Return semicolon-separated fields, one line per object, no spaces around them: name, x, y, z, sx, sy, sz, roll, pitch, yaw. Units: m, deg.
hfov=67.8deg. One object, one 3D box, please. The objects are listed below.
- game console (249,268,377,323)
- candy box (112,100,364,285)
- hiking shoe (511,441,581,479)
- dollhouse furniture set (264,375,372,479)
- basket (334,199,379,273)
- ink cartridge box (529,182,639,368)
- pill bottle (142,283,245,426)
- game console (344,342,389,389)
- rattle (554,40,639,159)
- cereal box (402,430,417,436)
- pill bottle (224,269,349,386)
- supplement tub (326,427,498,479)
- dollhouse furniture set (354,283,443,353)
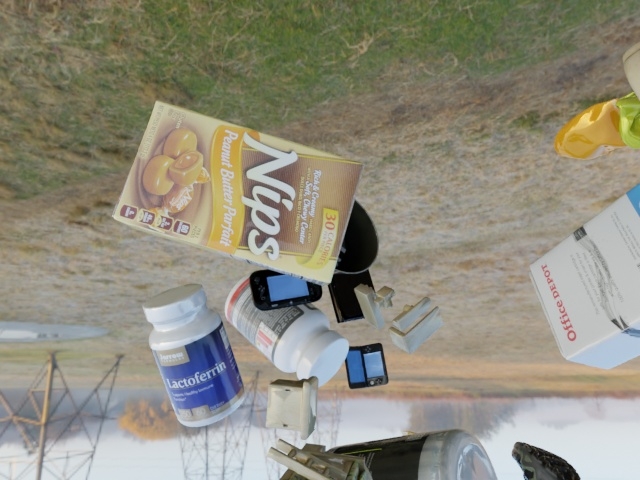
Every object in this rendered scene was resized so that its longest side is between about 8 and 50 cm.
game console;-0.015;0.127;1.278;0.360;0.213;0.044;-6;160;-29
candy box;-0.113;-0.065;0.704;0.316;0.183;0.087;17;172;0
hiking shoe;0.331;0.385;0.686;0.086;0.114;0.227;22;-175;-7
dollhouse furniture set;0.011;0.230;0.552;0.101;0.161;0.182;2;175;13
basket;0.000;0.000;1.068;0.204;0.154;0.227;46;158;-4
ink cartridge box;0.723;0.082;1.106;0.166;0.286;0.395;16;137;-21
pill bottle;-0.265;0.234;0.996;0.153;0.265;0.153;-15;-168;4
game console;0.156;0.428;1.631;0.124;0.144;0.085;-15;160;18
rattle;0.286;-0.073;0.425;0.142;0.200;0.130;-21;137;34
cereal box;0.324;0.746;1.504;0.172;0.240;0.047;18;157;-9
pill bottle;-0.104;0.261;1.433;0.362;0.210;0.210;34;-175;32
supplement tub;0.115;0.447;0.805;0.337;0.207;0.207;-24;154;33
dollhouse furniture set;0.194;0.164;1.184;0.123;0.144;0.151;-34;-150;-23
